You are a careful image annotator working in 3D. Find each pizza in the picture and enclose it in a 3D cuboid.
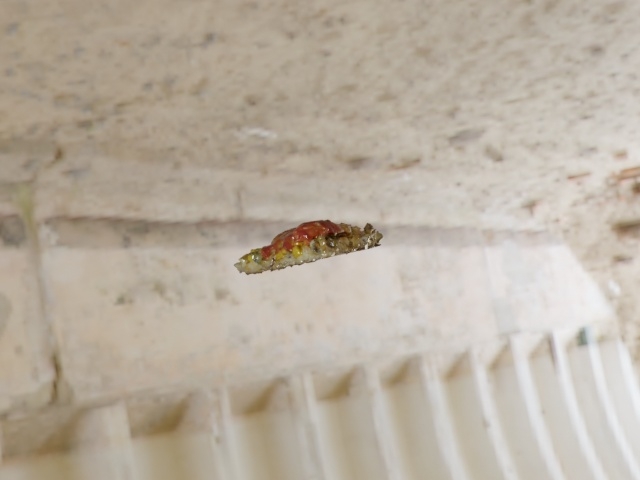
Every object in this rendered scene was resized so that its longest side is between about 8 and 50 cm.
[{"bbox_3d":[0.002,-0.001,0.892,0.099,0.029,0.100,-12,-179,-38],"label":"pizza"}]
